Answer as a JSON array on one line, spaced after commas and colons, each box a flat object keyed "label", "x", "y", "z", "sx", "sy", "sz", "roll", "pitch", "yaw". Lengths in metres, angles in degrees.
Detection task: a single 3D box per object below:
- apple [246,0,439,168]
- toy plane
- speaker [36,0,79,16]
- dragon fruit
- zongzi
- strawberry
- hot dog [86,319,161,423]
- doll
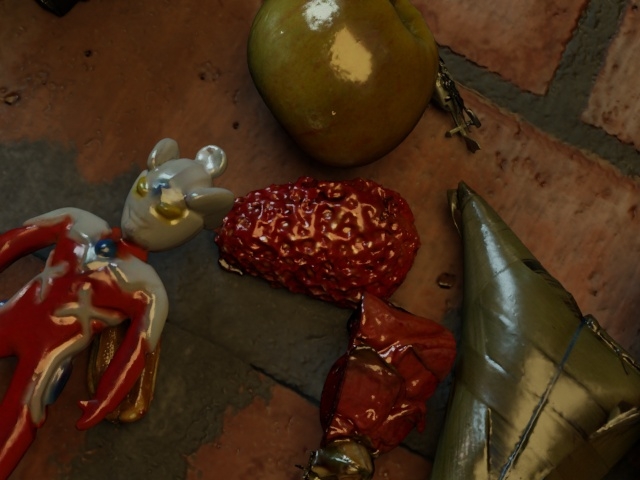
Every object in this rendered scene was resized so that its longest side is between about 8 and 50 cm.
[{"label": "apple", "x": 0.023, "y": -0.161, "z": 1.692, "sx": 0.155, "sy": 0.182, "sz": 0.182, "roll": -37, "pitch": 84, "yaw": 11}, {"label": "toy plane", "x": 0.118, "y": -0.136, "z": 1.771, "sx": 0.031, "sy": 0.049, "sz": 0.120, "roll": -29, "pitch": 100, "yaw": -16}, {"label": "speaker", "x": -0.238, "y": -0.374, "z": 1.696, "sx": 0.232, "sy": 0.184, "sz": 0.254, "roll": 34, "pitch": 76, "yaw": 0}, {"label": "dragon fruit", "x": 0.020, "y": 0.140, "z": 1.644, "sx": 0.122, "sy": 0.092, "sz": 0.192, "roll": 23, "pitch": 88, "yaw": 39}, {"label": "zongzi", "x": 0.131, "y": 0.125, "z": 1.671, "sx": 0.260, "sy": 0.123, "sz": 0.289, "roll": -40, "pitch": 81, "yaw": -16}, {"label": "strawberry", "x": 0.000, "y": 0.000, "z": 1.698, "sx": 0.188, "sy": 0.082, "sz": 0.121, "roll": 2, "pitch": 78, "yaw": -13}, {"label": "hot dog", "x": -0.172, "y": 0.091, "z": 1.663, "sx": 0.062, "sy": 0.038, "sz": 0.144, "roll": 6, "pitch": 73, "yaw": -6}, {"label": "doll", "x": -0.218, "y": 0.059, "z": 1.608, "sx": 0.188, "sy": 0.099, "sz": 0.384, "roll": 42, "pitch": 81, "yaw": 13}]
